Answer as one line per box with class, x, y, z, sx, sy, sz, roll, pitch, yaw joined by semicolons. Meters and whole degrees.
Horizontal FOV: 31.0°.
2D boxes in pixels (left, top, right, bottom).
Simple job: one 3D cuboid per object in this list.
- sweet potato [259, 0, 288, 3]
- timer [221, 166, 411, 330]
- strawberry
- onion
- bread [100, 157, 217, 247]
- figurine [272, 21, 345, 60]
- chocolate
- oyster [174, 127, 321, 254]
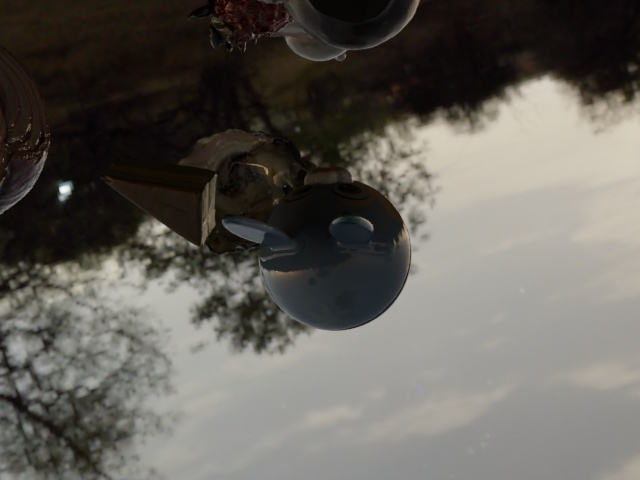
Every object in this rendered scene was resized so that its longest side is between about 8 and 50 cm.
sweet potato;-0.015;-0.194;0.684;0.050;0.050;0.214;-14;-147;20
timer;0.003;-0.013;1.155;0.175;0.175;0.255;-16;144;5
strawberry;-0.056;-0.289;1.332;0.192;0.140;0.085;-24;-125;-40
onion;-0.437;-0.143;1.569;0.111;0.250;0.247;-7;155;-36
bread;-0.210;-0.052;1.501;0.139;0.084;0.074;9;-151;6
figurine;-0.018;-0.368;1.824;0.163;0.141;0.237;5;164;40
chocolate;0.025;-0.220;0.934;0.124;0.127;0.133;6;-164;12
oyster;-0.121;-0.082;1.804;0.214;0.223;0.083;-47;162;-2
